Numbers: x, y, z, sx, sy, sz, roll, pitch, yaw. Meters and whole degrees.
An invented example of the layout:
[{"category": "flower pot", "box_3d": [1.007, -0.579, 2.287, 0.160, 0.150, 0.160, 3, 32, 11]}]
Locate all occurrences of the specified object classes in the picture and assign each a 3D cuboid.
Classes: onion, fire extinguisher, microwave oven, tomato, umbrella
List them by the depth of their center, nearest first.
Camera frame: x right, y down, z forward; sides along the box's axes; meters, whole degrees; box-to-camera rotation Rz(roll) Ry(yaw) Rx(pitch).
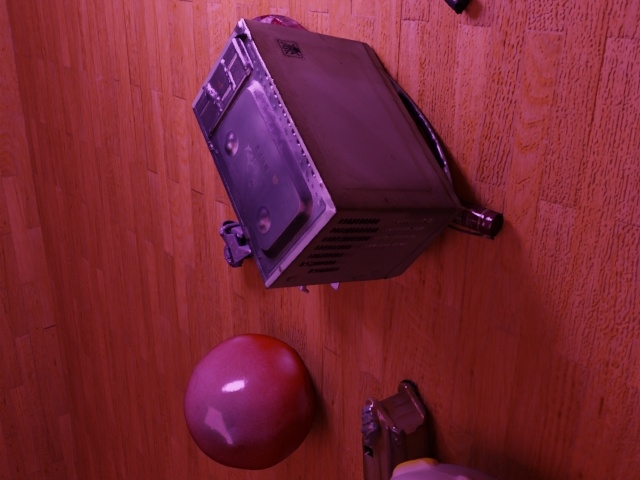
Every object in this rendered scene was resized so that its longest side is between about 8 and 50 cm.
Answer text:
[{"category": "umbrella", "box_3d": [0.193, -0.418, 1.073, 0.036, 0.031, 0.133, -43, 68, 21]}, {"category": "fire extinguisher", "box_3d": [0.238, -0.049, 1.151, 0.158, 0.043, 0.064, 26, 125, 43]}, {"category": "microwave oven", "box_3d": [0.001, -0.137, 1.155, 0.247, 0.333, 0.394, -50, 55, 42]}, {"category": "onion", "box_3d": [-0.061, -0.386, 1.343, 0.206, 0.151, 0.098, 43, 100, 17]}, {"category": "tomato", "box_3d": [-0.173, 0.391, 1.599, 0.321, 0.322, 0.321, 22, 120, 44]}]

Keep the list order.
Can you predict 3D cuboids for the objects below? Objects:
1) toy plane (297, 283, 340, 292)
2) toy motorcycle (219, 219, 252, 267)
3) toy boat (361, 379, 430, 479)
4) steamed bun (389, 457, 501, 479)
[{"category": "toy plane", "box_3d": [0.000, 0.000, 1.408, 0.245, 0.117, 0.244, -3, 86, 44]}, {"category": "toy motorcycle", "box_3d": [-0.178, -0.009, 1.647, 0.215, 0.080, 0.122, -22, 89, 47]}, {"category": "toy boat", "box_3d": [0.149, 0.512, 1.411, 0.162, 0.136, 0.445, 16, 117, 52]}, {"category": "steamed bun", "box_3d": [0.249, 0.562, 1.164, 0.374, 0.334, 0.333, 15, 115, 44]}]
